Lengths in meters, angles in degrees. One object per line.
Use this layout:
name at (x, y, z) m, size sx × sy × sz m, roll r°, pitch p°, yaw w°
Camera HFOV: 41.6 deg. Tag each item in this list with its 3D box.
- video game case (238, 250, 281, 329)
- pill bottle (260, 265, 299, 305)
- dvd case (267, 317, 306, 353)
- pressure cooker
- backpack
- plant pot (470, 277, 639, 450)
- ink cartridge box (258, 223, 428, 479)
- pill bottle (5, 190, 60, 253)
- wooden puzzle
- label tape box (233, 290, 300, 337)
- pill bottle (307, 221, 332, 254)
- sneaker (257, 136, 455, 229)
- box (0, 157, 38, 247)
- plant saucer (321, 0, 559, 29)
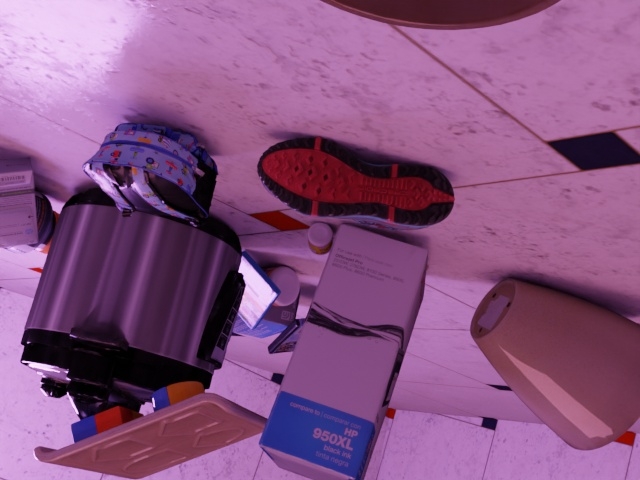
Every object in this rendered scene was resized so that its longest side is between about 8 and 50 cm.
video game case at (-0.153, 0.109, 1.796) m, size 0.119 × 0.015 × 0.166 m, roll 48°, pitch 141°, yaw 10°
pill bottle at (-0.123, 0.101, 1.842) m, size 0.086 × 0.086 × 0.152 m, roll 26°, pitch 160°, yaw -37°
dvd case at (0.020, 0.217, 1.995) m, size 0.252 × 0.022 × 0.180 m, roll -3°, pitch 155°, yaw -29°
pressure cooker at (-0.362, 0.152, 1.598) m, size 0.375 × 0.421 × 0.369 m, roll -3°, pitch 157°, yaw 42°
backpack at (-0.238, -0.103, 1.172) m, size 0.158 × 0.117 × 0.173 m, roll 8°, pitch 164°, yaw 17°
plant pot at (0.413, 0.193, 1.502) m, size 0.274 × 0.257 × 0.256 m, roll 34°, pitch 160°, yaw -12°
ink cartridge box at (0.051, 0.211, 1.454) m, size 0.166 × 0.395 × 0.285 m, roll 17°, pitch 161°, yaw 10°
pill bottle at (-0.608, -0.054, 1.619) m, size 0.130 × 0.131 × 0.245 m, roll 1°, pitch 160°, yaw 38°
wooden puzzle at (-0.272, 0.333, 1.485) m, size 0.347 × 0.081 × 0.322 m, roll -18°, pitch 155°, yaw 9°
label tape box at (-0.247, 0.140, 2.003) m, size 0.333 × 0.106 × 0.240 m, roll 16°, pitch 162°, yaw -20°
pill bottle at (0.000, 0.000, 1.470) m, size 0.043 × 0.044 × 0.083 m, roll 12°, pitch 165°, yaw 5°
sneaker at (0.040, -0.057, 1.133) m, size 0.261 × 0.104 × 0.125 m, roll 14°, pitch 166°, yaw -4°
box at (-0.580, -0.060, 1.489) m, size 0.145 × 0.038 × 0.186 m, roll -9°, pitch 139°, yaw -22°
plant saucer at (0.064, -0.240, 0.596) m, size 0.277 × 0.041 × 0.278 m, roll 11°, pitch 164°, yaw 3°
